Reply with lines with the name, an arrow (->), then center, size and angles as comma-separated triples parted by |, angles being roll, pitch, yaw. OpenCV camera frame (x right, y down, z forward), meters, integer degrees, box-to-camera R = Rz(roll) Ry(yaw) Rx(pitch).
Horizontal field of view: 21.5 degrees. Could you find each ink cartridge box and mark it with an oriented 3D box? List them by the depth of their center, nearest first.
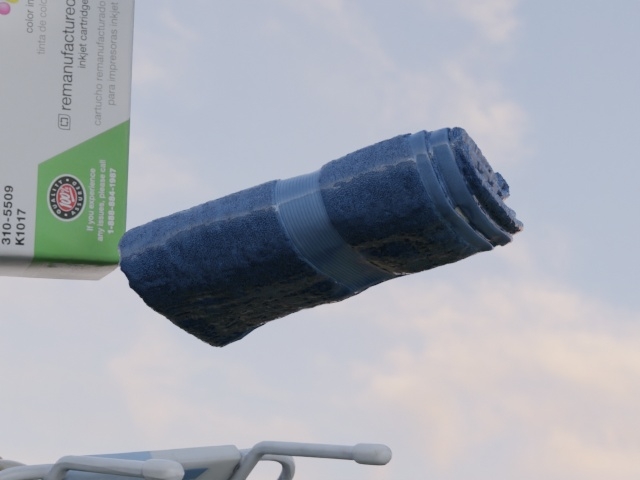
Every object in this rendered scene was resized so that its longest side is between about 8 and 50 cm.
ink cartridge box -> -0.278, -0.082, 1.173 | 0.278, 0.201, 0.117 | 3, -8, -16

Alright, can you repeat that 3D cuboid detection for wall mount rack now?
wall mount rack -> -0.120, 0.226, 1.393 | 0.350, 0.130, 0.304 | 0, -43, -39

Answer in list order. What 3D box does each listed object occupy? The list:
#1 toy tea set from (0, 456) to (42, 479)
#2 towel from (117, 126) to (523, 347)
toy tea set -> -0.332, 0.246, 1.529 | 0.336, 0.124, 0.200 | 24, -12, -11
towel -> 0.000, 0.000, 0.536 | 0.119, 0.029, 0.067 | -17, -25, 18
